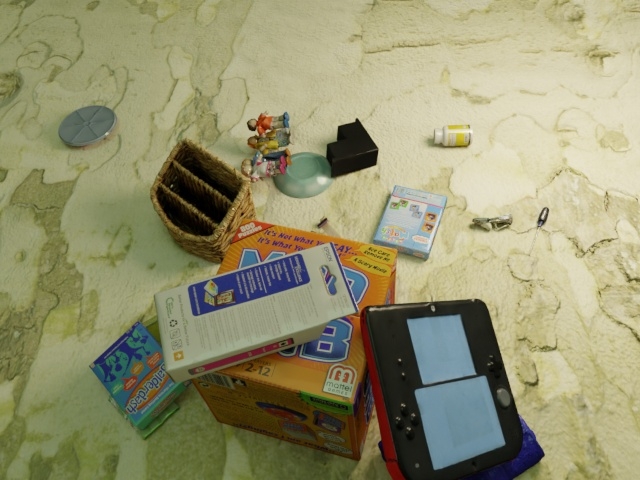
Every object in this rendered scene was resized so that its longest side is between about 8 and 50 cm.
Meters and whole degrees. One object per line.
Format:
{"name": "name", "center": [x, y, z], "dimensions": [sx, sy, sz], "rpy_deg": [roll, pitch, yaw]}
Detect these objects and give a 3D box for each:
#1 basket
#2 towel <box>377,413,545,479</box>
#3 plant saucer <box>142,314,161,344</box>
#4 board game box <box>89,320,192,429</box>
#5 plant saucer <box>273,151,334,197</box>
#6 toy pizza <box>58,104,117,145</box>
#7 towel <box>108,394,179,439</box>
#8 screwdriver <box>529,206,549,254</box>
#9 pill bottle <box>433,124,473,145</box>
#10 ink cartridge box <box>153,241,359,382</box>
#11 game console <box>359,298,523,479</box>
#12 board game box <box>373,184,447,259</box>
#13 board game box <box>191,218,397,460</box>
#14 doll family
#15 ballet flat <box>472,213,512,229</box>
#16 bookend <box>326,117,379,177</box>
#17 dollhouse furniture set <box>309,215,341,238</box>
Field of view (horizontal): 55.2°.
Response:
{"name": "basket", "center": [-0.346, -0.108, 1.727], "dimensions": [0.299, 0.223, 0.213], "rpy_deg": [36, 64, 26]}
{"name": "towel", "center": [0.307, 0.452, 1.340], "dimensions": [0.308, 0.076, 0.228], "rpy_deg": [-29, 55, -15]}
{"name": "plant saucer", "center": [-0.375, 0.242, 1.578], "dimensions": [0.188, 0.045, 0.188], "rpy_deg": [-33, 57, -17]}
{"name": "board game box", "center": [-0.435, 0.322, 1.479], "dimensions": [0.160, 0.047, 0.210], "rpy_deg": [-44, 63, -12]}
{"name": "plant saucer", "center": [-0.052, -0.216, 1.896], "dimensions": [0.195, 0.037, 0.195], "rpy_deg": [-2, 53, 3]}
{"name": "toy pizza", "center": [-0.794, -0.389, 2.096], "dimensions": [0.201, 0.032, 0.201], "rpy_deg": [-3, 52, 4]}
{"name": "towel", "center": [-0.430, 0.393, 1.485], "dimensions": [0.152, 0.023, 0.113], "rpy_deg": [36, 65, 27]}
{"name": "screwdriver", "center": [0.604, -0.028, 1.706], "dimensions": [0.025, 0.024, 0.170], "rpy_deg": [38, 63, -5]}
{"name": "pill bottle", "center": [0.416, -0.330, 1.920], "dimensions": [0.116, 0.065, 0.065], "rpy_deg": [-1, 53, 4]}
{"name": "ink cartridge box", "center": [-0.125, 0.133, 1.180], "dimensions": [0.370, 0.069, 0.176], "rpy_deg": [-18, 54, -3]}
{"name": "game console", "center": [0.251, 0.287, 1.216], "dimensions": [0.386, 0.060, 0.342], "rpy_deg": [2, 73, -41]}
{"name": "board game box", "center": [0.258, -0.056, 1.746], "dimensions": [0.160, 0.039, 0.211], "rpy_deg": [15, 55, 16]}
{"name": "board game box", "center": [-0.043, 0.224, 1.366], "dimensions": [0.356, 0.356, 0.356], "rpy_deg": [11, 56, 13]}
{"name": "doll family", "center": [-0.170, -0.271, 1.904], "dimensions": [0.163, 0.118, 0.263], "rpy_deg": [-5, 63, 19]}
{"name": "ballet flat", "center": [0.486, -0.050, 1.724], "dimensions": [0.114, 0.041, 0.041], "rpy_deg": [-6, 53, 2]}
{"name": "bookend", "center": [0.077, -0.291, 1.906], "dimensions": [0.157, 0.072, 0.156], "rpy_deg": [-17, 54, -16]}
{"name": "dollhouse furniture set", "center": [0.000, 0.000, 1.748], "dimensions": [0.114, 0.091, 0.081], "rpy_deg": [-41, 100, 2]}
